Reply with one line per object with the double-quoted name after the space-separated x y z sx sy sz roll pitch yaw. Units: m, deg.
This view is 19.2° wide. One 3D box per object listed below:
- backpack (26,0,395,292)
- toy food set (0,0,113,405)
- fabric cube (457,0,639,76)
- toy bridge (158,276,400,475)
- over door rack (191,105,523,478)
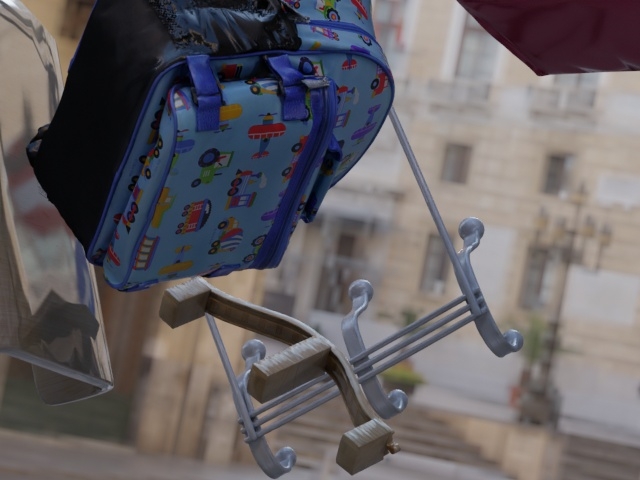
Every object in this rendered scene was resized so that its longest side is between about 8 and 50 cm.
-0.038 -0.061 0.950 0.173 0.158 0.117 -7 49 -37 "backpack"
-0.199 -0.027 1.049 0.092 0.219 0.306 -11 -10 4 "toy food set"
0.214 -0.268 1.201 0.258 0.254 0.259 3 -17 38 "fabric cube"
-0.018 0.081 1.198 0.188 0.026 0.063 36 39 31 "toy bridge"
0.000 0.000 1.562 0.239 0.324 0.108 -30 -16 16 "over door rack"
